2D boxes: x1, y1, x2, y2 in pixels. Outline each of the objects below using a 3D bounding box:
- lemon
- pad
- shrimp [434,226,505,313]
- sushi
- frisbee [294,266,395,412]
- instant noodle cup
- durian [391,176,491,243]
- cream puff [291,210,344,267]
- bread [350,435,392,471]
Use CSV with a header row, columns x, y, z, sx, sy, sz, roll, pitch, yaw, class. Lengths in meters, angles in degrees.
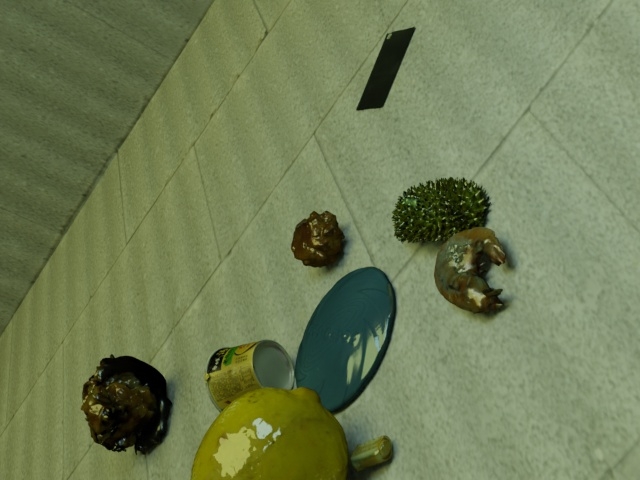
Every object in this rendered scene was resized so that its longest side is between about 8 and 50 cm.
x,y,z,sx,sy,sz,roll,pitch,yaw,class
-0.082,0.377,1.736,0.284,0.260,0.260,-42,28,0,lemon
0.139,-0.369,2.300,0.116,0.004,0.193,5,70,62,pad
0.235,0.045,1.663,0.187,0.052,0.132,41,116,55,shrimp
-0.461,0.380,2.478,0.213,0.204,0.200,-54,31,29,sushi
0.029,0.174,1.946,0.289,0.049,0.289,-42,33,36,frisbee
-0.131,0.260,2.065,0.122,0.151,0.151,-28,42,35,instant noodle cup
0.193,-0.055,1.811,0.221,0.095,0.137,11,81,52,durian
0.000,0.000,2.123,0.116,0.094,0.122,-51,51,30,cream puff
0.083,0.341,1.710,0.088,0.034,0.049,-33,25,40,bread
